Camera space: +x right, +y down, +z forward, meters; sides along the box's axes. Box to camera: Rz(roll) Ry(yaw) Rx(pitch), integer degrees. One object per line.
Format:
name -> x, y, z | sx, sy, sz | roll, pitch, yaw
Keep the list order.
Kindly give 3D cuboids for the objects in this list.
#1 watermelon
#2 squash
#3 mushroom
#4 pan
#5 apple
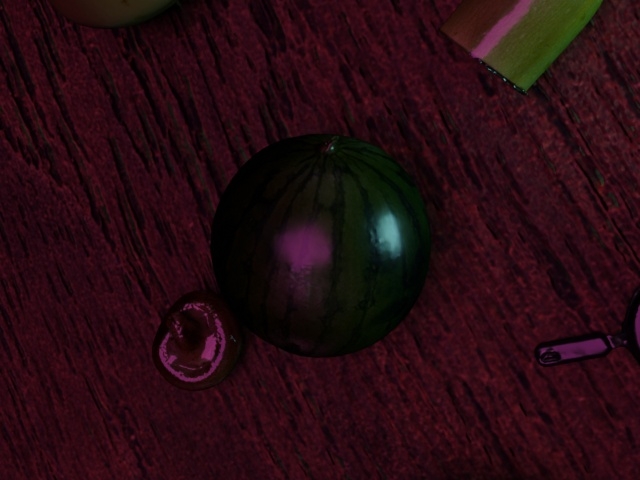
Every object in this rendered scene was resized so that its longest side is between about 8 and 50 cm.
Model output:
watermelon -> -0.001, 0.004, 0.880 | 0.242, 0.242, 0.243 | 2, 97, 19
squash -> 0.224, -0.249, 0.836 | 0.123, 0.123, 0.187 | 46, 109, 9
mushroom -> -0.156, 0.126, 1.027 | 0.109, 0.085, 0.126 | 40, 93, -19
pan -> 0.348, 0.106, 0.879 | 0.235, 0.028, 0.136 | -16, 90, 20
apple -> -0.248, -0.341, 0.957 | 0.200, 0.200, 0.200 | 2, 97, 19
